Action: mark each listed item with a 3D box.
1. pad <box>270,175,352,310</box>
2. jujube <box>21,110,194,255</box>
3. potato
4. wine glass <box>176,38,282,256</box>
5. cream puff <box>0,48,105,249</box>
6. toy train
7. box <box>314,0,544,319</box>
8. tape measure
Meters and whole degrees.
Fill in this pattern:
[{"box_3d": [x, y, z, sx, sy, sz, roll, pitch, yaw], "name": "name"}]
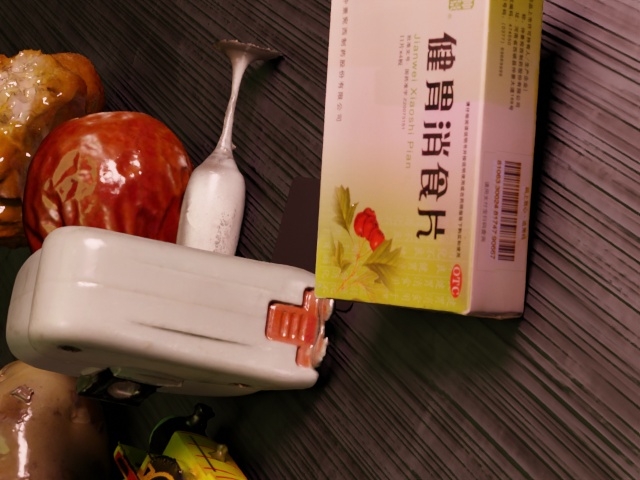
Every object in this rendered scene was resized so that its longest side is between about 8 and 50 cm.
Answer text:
[{"box_3d": [0.000, 0.000, 1.352, 0.157, 0.003, 0.112, 12, 87, 60], "name": "pad"}, {"box_3d": [-0.212, -0.002, 1.537, 0.190, 0.190, 0.255, -24, 63, 52], "name": "jujube"}, {"box_3d": [-0.299, 0.247, 1.563, 0.165, 0.165, 0.262, -37, 44, 46], "name": "potato"}, {"box_3d": [-0.097, -0.064, 1.480, 0.074, 0.074, 0.262, 3, 81, 59], "name": "wine glass"}, {"box_3d": [-0.347, -0.101, 1.744, 0.155, 0.269, 0.241, 14, 100, 25], "name": "cream puff"}, {"box_3d": [-0.104, 0.251, 1.314, 0.160, 0.100, 0.296, -63, 30, 6], "name": "toy train"}, {"box_3d": [0.078, -0.077, 1.139, 0.175, 0.062, 0.260, 3, 89, 51], "name": "box"}, {"box_3d": [-0.144, 0.078, 1.331, 0.246, 0.243, 0.125, 151, 130, -64], "name": "tape measure"}]
